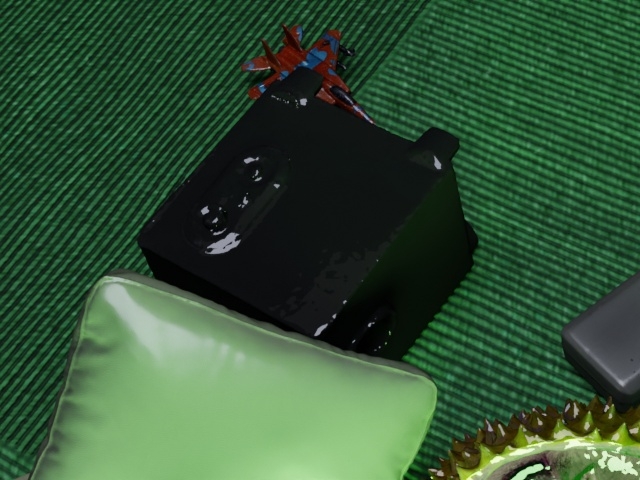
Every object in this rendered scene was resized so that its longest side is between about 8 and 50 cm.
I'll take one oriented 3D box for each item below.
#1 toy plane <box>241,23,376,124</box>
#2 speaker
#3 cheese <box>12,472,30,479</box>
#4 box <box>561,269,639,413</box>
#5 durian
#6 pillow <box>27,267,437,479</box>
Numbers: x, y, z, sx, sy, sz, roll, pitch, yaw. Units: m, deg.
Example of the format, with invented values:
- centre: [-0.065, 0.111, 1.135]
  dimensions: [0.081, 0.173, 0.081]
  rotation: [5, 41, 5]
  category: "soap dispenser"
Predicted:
- centre: [0.000, -0.168, 1.879]
  dimensions: [0.130, 0.061, 0.189]
  rotation: [-37, 60, -16]
  category: "toy plane"
- centre: [0.000, 0.000, 1.680]
  dimensions: [0.232, 0.184, 0.254]
  rotation: [28, 66, 28]
  category: "speaker"
- centre: [-0.195, 0.268, 1.575]
  dimensions: [0.227, 0.064, 0.137]
  rotation: [-3, 53, -22]
  category: "cheese"
- centre: [0.351, 0.060, 1.642]
  dimensions: [0.243, 0.055, 0.103]
  rotation: [-35, 55, -13]
  category: "box"
- centre: [0.209, 0.202, 1.513]
  dimensions: [0.260, 0.186, 0.154]
  rotation: [-5, 59, -8]
  category: "durian"
- centre: [-0.080, 0.186, 1.507]
  dimensions: [0.322, 0.120, 0.255]
  rotation: [18, 95, -3]
  category: "pillow"
